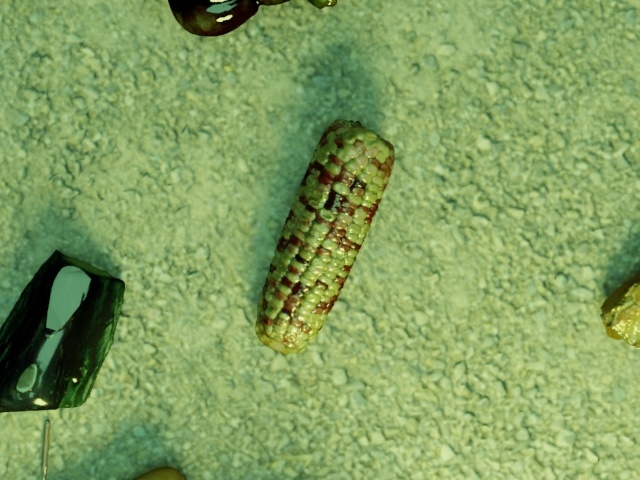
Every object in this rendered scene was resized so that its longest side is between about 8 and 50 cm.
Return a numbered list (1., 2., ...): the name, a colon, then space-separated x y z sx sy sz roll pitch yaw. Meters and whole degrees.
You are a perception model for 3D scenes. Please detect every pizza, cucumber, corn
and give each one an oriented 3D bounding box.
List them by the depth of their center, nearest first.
1. corn: 0.000 0.000 1.342 0.086 0.086 0.253 23 96 -2
2. cucumber: -0.281 0.111 1.359 0.115 0.086 0.193 26 88 0
3. pizza: 0.402 0.100 1.366 0.188 0.062 0.199 -22 101 14

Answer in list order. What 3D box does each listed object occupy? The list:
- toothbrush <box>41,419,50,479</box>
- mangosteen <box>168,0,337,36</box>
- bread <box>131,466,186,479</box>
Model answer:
1. toothbrush: -0.293 0.239 1.401 0.006 0.008 0.097 4 95 -14
2. mangosteen: -0.113 -0.348 1.215 0.297 0.297 0.313 9 118 -1
3. bread: -0.237 0.323 1.376 0.239 0.074 0.092 -27 74 3
